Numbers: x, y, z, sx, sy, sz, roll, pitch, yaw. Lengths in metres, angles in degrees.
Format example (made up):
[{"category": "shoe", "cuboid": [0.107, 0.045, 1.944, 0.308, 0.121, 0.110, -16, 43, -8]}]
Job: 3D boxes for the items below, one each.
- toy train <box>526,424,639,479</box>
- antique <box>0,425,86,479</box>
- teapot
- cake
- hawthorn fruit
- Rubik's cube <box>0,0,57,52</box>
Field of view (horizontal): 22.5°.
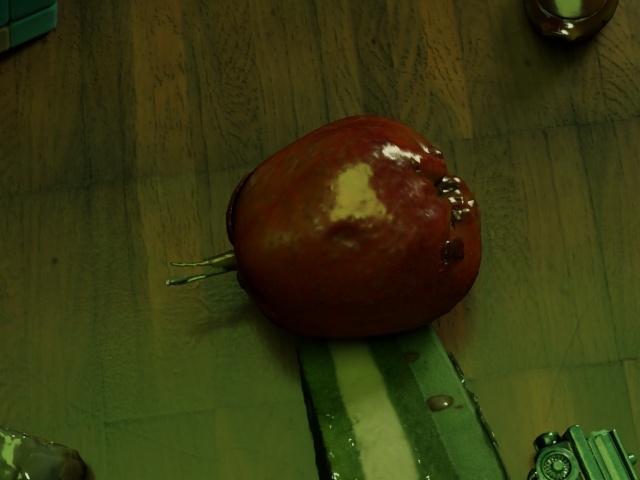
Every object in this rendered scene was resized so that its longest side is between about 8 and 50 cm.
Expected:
[{"category": "toy train", "cuboid": [0.258, 0.245, 1.455, 0.111, 0.071, 0.170, -17, 67, -13]}, {"category": "antique", "cuboid": [-0.326, 0.303, 1.442, 0.125, 0.150, 0.284, 15, 79, 14]}, {"category": "teapot", "cuboid": [0.257, -0.257, 1.642, 0.098, 0.078, 0.129, 17, 71, 10]}, {"category": "cake", "cuboid": [0.068, 0.212, 1.488, 0.158, 0.172, 0.283, -10, 35, -7]}, {"category": "hawthorn fruit", "cuboid": [0.000, 0.000, 1.499, 0.299, 0.211, 0.211, -19, 68, 6]}, {"category": "Rubik's cube", "cuboid": [-0.390, -0.288, 1.604, 0.213, 0.265, 0.224, -27, 66, -24]}]
